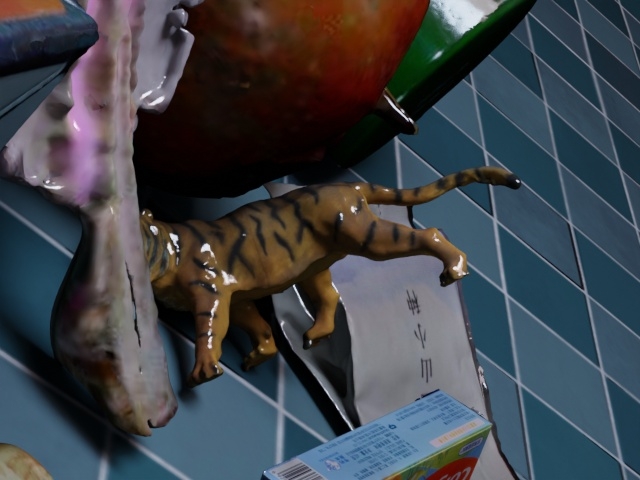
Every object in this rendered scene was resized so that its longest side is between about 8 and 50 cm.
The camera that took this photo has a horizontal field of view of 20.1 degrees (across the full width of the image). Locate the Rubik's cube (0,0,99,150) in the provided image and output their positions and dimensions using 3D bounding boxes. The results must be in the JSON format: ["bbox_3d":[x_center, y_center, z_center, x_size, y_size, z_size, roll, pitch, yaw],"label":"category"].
[{"bbox_3d":[-0.279,-0.077,0.690,0.246,0.248,0.250,48,24,5],"label":"Rubik's cube"}]

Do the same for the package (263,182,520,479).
[{"bbox_3d":[0.052,0.079,1.260,0.204,0.062,0.251,2,63,-59],"label":"package"}]

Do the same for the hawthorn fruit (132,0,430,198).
[{"bbox_3d":[-0.076,-0.174,1.136,0.316,0.316,0.316,38,25,-21],"label":"hawthorn fruit"}]

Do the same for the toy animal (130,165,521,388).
[{"bbox_3d":[-0.002,0.001,1.116,0.114,0.255,0.116,116,-47,-84],"label":"toy animal"}]

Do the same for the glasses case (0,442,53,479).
[{"bbox_3d":[-0.219,0.160,0.532,0.098,0.156,0.425,58,24,4],"label":"glasses case"}]

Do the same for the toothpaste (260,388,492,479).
[{"bbox_3d":[0.028,0.150,1.074,0.044,0.070,0.193,33,27,26],"label":"toothpaste"}]

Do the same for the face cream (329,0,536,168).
[{"bbox_3d":[-0.022,-0.252,1.409,0.357,0.219,0.312,49,43,4],"label":"face cream"}]

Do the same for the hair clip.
[{"bbox_3d":[-0.117,-0.044,0.946,0.069,0.300,0.173,9,18,27],"label":"hair clip"}]
